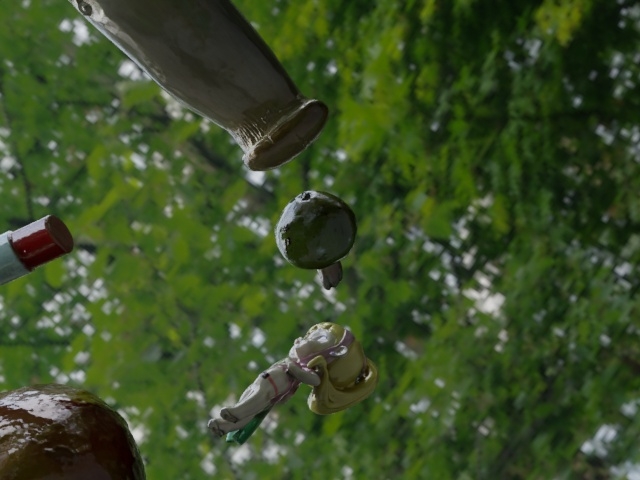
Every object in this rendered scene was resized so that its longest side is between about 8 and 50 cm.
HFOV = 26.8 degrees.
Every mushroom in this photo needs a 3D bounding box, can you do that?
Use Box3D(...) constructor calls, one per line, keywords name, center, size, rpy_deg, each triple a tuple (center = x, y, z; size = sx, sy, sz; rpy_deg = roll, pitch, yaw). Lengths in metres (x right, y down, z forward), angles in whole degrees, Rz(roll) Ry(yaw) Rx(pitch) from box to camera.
Box3D(name="mushroom", center=(-0.164, -0.253, 1.626), size=(0.137, 0.407, 0.154), rpy_deg=(-43, 1, 29))

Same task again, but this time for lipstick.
Box3D(name="lipstick", center=(-0.313, 0.035, 1.155), size=(0.061, 0.274, 0.068), rpy_deg=(59, -147, -15))

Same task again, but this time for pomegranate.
Box3D(name="pomegranate", center=(0.003, -0.003, 1.154), size=(0.084, 0.073, 0.073), rpy_deg=(37, -93, -23))

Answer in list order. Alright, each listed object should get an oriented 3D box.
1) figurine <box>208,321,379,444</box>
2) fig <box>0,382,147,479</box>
Box3D(name="figurine", center=(-0.022, 0.133, 1.207), size=(0.187, 0.083, 0.083), rpy_deg=(-26, -39, -45))
Box3D(name="fig", center=(-0.237, 0.231, 1.096), size=(0.224, 0.224, 0.263), rpy_deg=(-50, 6, -9))
